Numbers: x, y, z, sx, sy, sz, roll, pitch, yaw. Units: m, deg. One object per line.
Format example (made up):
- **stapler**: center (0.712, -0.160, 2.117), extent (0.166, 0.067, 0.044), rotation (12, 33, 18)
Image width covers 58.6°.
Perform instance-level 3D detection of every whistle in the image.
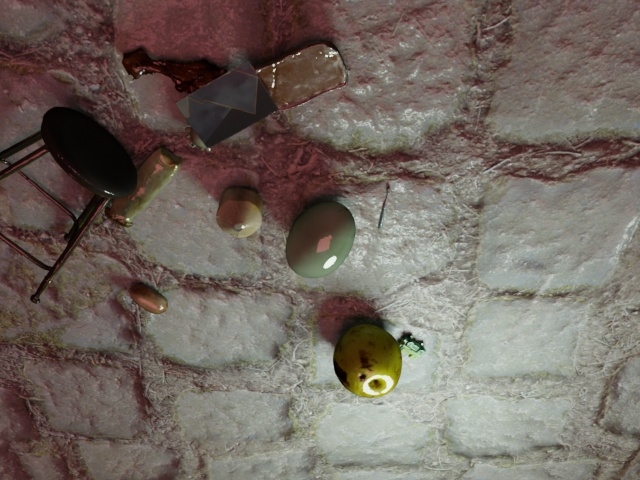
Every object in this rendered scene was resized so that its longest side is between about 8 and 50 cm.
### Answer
- **whistle**: center (-0.293, -0.344, 1.649), extent (0.244, 0.092, 0.110), rotation (-35, 117, 22)

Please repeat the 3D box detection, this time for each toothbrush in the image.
- **toothbrush**: center (0.210, -0.104, 1.880), extent (0.011, 0.014, 0.167), rotation (15, 125, 8)

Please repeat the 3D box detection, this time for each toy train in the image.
- **toy train**: center (0.355, 0.417, 2.228), extent (0.122, 0.050, 0.081), rotation (33, 125, -24)

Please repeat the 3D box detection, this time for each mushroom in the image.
- **mushroom**: center (-0.557, -0.161, 1.776), extent (0.100, 0.081, 0.312), rotation (35, 113, -29)

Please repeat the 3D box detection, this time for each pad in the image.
- **pad**: center (-0.257, -0.369, 1.572), extent (0.242, 0.004, 0.164), rotation (-25, 123, 14)

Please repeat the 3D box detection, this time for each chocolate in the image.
- **chocolate**: center (-0.058, -0.468, 1.580), extent (0.253, 0.080, 0.157), rotation (-18, 137, 12)

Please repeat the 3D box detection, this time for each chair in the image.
- **chair**: center (-0.775, -0.142, 1.628), extent (0.410, 0.362, 0.364), rotation (-37, 118, 15)

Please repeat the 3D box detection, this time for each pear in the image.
- **pear**: center (0.174, 0.452, 2.113), extent (0.283, 0.284, 0.284), rotation (-1, 125, -2)

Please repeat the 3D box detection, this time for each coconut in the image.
- **coconut**: center (-0.253, -0.085, 1.792), extent (0.146, 0.153, 0.147), rotation (0, 124, 1)

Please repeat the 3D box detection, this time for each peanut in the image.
- **peanut**: center (-0.611, 0.208, 2.028), extent (0.152, 0.076, 0.076), rotation (36, 116, -19)

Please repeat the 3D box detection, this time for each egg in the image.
- **egg**: center (0.000, 0.000, 1.829), extent (0.202, 0.203, 0.283), rotation (28, 118, -20)

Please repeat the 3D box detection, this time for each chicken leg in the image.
- **chicken leg**: center (-0.394, -0.464, 1.574), extent (0.304, 0.093, 0.113), rotation (16, 105, -4)
